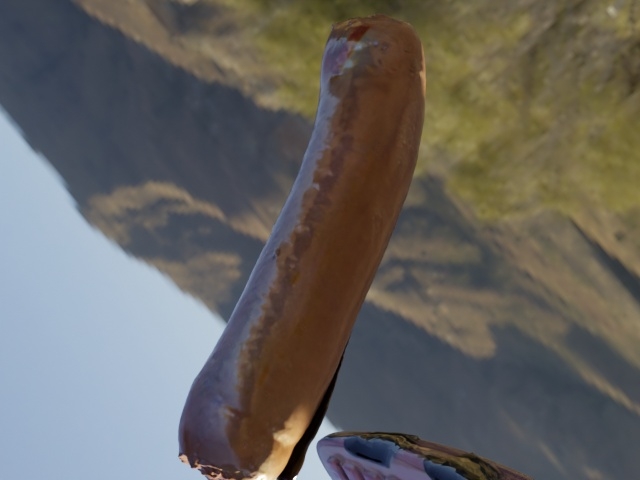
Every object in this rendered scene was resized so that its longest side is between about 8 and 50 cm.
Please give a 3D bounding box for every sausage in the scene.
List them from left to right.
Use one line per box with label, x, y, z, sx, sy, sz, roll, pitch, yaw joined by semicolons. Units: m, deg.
sausage;-0.001;-0.001;0.508;0.040;0.176;0.047;35;153;-30

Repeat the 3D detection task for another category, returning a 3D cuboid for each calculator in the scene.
calculator;0.105;0.204;1.023;0.294;0.043;0.194;7;136;57
